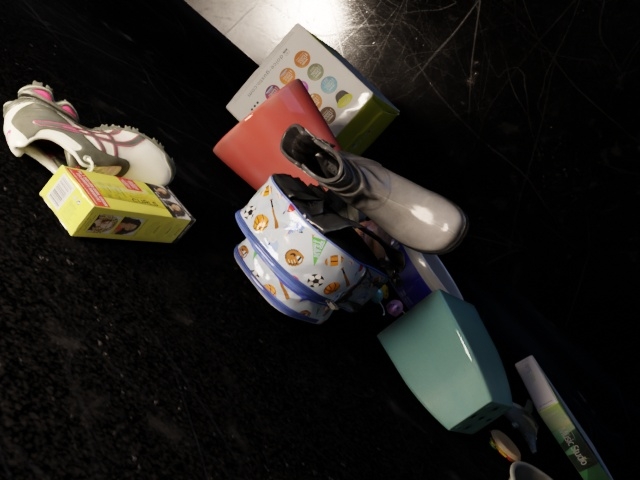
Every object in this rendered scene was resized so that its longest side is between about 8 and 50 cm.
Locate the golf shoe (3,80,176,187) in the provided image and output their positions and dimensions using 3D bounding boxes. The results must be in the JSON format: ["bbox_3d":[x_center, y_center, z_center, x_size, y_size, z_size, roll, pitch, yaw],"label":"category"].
[{"bbox_3d":[-0.344,-0.123,1.059,0.273,0.105,0.120,23,38,-36],"label":"golf shoe"}]

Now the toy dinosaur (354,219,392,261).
[{"bbox_3d":[0.122,-0.007,1.623,0.127,0.200,0.296,26,14,10],"label":"toy dinosaur"}]

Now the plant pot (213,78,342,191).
[{"bbox_3d":[-0.077,-0.203,1.662,0.243,0.275,0.275,51,14,-6],"label":"plant pot"}]

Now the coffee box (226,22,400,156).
[{"bbox_3d":[-0.011,-0.408,2.197,0.334,0.337,0.338,46,15,13],"label":"coffee box"}]

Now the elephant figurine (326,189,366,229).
[{"bbox_3d":[0.063,-0.063,1.809,0.186,0.169,0.239,6,46,-18],"label":"elephant figurine"}]

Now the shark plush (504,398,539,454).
[{"bbox_3d":[0.460,0.436,1.622,0.067,0.073,0.161,12,39,-14],"label":"shark plush"}]

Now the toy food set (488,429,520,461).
[{"bbox_3d":[0.382,0.426,1.457,0.082,0.020,0.083,44,15,9],"label":"toy food set"}]

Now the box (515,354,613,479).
[{"bbox_3d":[0.598,0.458,1.701,0.322,0.058,0.232,52,12,-14],"label":"box"}]

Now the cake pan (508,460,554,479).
[{"bbox_3d":[0.426,0.522,1.231,0.293,0.054,0.293,39,15,-13],"label":"cake pan"}]

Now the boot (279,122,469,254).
[{"bbox_3d":[0.084,-0.088,1.258,0.338,0.118,0.223,29,4,36],"label":"boot"}]

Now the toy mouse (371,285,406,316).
[{"bbox_3d":[0.152,0.137,1.670,0.161,0.031,0.143,39,15,-10],"label":"toy mouse"}]

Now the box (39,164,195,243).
[{"bbox_3d":[-0.286,-0.047,1.022,0.087,0.058,0.232,48,16,20],"label":"box"}]

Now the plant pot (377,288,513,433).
[{"bbox_3d":[0.261,0.250,1.387,0.166,0.165,0.234,26,30,-47],"label":"plant pot"}]

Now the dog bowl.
[{"bbox_3d":[0.260,0.093,1.823,0.265,0.104,0.265,50,15,-19],"label":"dog bowl"}]

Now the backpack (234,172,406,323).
[{"bbox_3d":[-0.029,0.009,1.222,0.276,0.213,0.263,43,1,29],"label":"backpack"}]
